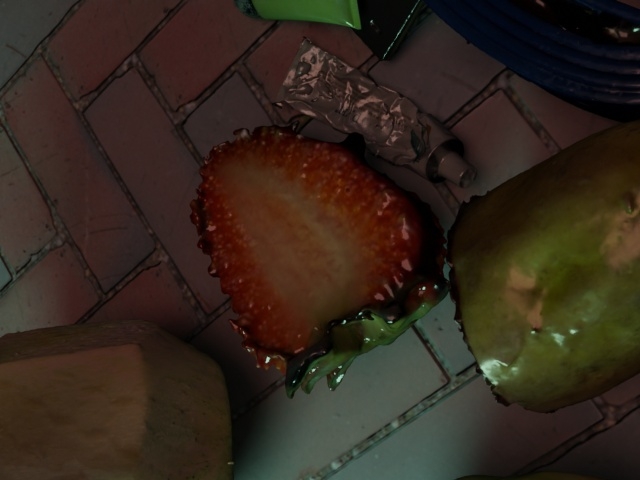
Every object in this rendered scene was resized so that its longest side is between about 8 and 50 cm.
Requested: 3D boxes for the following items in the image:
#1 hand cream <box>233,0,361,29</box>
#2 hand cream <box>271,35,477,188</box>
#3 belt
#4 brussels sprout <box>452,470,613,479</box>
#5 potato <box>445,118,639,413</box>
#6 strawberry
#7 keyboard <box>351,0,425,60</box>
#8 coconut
[{"bbox_3d":[-0.029,-0.276,0.913,0.175,0.046,0.095,11,122,39],"label":"hand cream"},{"bbox_3d":[0.061,-0.127,0.891,0.257,0.050,0.084,34,103,28],"label":"hand cream"},{"bbox_3d":[0.226,-0.242,0.745,0.347,0.117,0.212,44,111,29],"label":"belt"},{"bbox_3d":[0.173,0.341,0.729,0.344,0.344,0.268,-47,38,19],"label":"brussels sprout"},{"bbox_3d":[0.260,-0.001,0.697,0.266,0.229,0.229,-33,76,37],"label":"potato"},{"bbox_3d":[0.000,0.000,0.891,0.233,0.138,0.306,-37,55,10],"label":"strawberry"},{"bbox_3d":[-0.004,-0.332,0.914,0.317,0.027,0.106,51,135,16],"label":"keyboard"},{"bbox_3d":[-0.268,0.251,0.918,0.353,0.353,0.352,0,91,26],"label":"coconut"}]
